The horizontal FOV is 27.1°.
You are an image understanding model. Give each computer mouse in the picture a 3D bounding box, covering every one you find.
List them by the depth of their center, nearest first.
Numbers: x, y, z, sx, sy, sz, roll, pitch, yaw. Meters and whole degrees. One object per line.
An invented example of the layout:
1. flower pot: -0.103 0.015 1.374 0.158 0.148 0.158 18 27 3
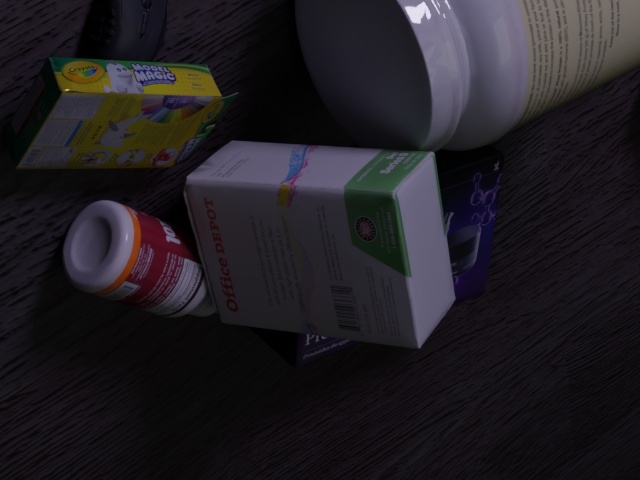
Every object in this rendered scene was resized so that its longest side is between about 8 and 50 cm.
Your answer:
1. computer mouse: -0.136 -0.236 1.095 0.071 0.041 0.242 2 116 -42

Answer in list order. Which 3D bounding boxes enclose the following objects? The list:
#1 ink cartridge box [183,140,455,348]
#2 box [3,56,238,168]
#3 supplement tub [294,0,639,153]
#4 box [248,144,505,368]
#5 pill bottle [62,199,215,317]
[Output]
1. ink cartridge box: 0.000 0.000 1.181 0.093 0.212 0.154 -48 133 -49
2. box: -0.165 -0.106 1.129 0.179 0.043 0.105 -1 146 -40
3. supplement tub: 0.164 -0.224 1.225 0.325 0.235 0.235 -27 133 -25
4. box: 0.056 -0.002 1.388 0.261 0.103 0.184 -20 127 -31
5. pill bottle: -0.156 0.023 1.225 0.152 0.086 0.086 23 101 -49
